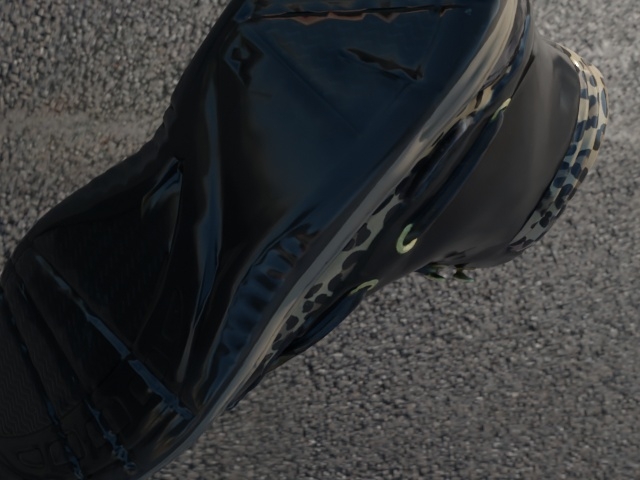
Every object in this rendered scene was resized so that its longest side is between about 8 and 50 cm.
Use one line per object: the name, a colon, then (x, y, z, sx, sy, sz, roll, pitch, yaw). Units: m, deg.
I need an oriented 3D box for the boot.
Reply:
boot: (0.000, 0.000, 0.489, 0.138, 0.377, 0.284, 49, 23, 21)
